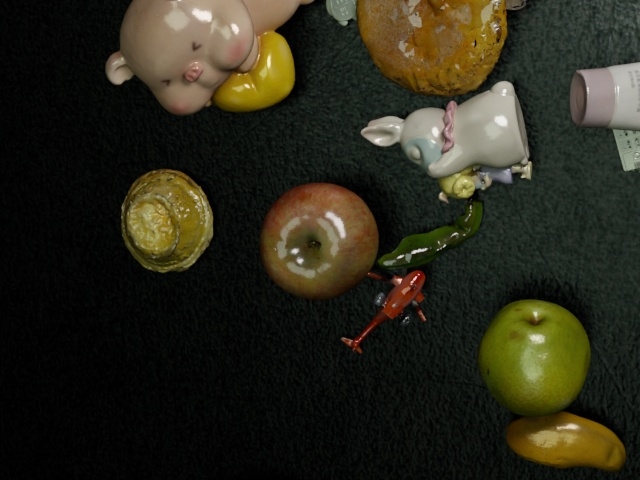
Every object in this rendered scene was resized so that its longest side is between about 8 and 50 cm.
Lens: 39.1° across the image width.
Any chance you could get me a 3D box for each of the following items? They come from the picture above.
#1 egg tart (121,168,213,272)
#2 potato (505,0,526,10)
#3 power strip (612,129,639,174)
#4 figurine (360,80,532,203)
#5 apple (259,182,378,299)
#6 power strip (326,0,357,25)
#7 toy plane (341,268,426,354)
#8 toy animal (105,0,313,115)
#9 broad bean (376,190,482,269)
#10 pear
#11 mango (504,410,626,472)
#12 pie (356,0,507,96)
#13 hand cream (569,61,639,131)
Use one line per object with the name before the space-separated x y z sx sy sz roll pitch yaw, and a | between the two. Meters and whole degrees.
egg tart | -0.279 -0.032 1.579 0.191 0.074 0.191 3 98 19
potato | 0.263 -0.477 1.318 0.120 0.100 0.261 13 126 55
power strip | 0.459 -0.157 1.332 0.050 0.019 0.136 -15 95 19
figurine | 0.192 -0.142 1.373 0.235 0.127 0.155 -10 121 21
apple | 0.000 0.000 1.431 0.188 0.174 0.188 1 94 19
power strip | 0.033 -0.386 1.433 0.055 0.035 0.083 -21 106 21
toy plane | 0.098 0.112 1.475 0.194 0.077 0.126 -29 103 21
toy animal | -0.159 -0.330 1.388 0.345 0.247 0.278 -41 87 21
broad bean | 0.182 -0.002 1.425 0.195 0.046 0.061 -37 94 -1
pear | 0.320 0.195 1.370 0.166 0.180 0.216 8 129 8
mango | 0.384 0.316 1.415 0.190 0.075 0.098 9 118 13
pie | 0.166 -0.346 1.353 0.273 0.069 0.274 11 110 32
hand cream | 0.485 -0.201 1.277 0.247 0.083 0.133 -4 102 -1
